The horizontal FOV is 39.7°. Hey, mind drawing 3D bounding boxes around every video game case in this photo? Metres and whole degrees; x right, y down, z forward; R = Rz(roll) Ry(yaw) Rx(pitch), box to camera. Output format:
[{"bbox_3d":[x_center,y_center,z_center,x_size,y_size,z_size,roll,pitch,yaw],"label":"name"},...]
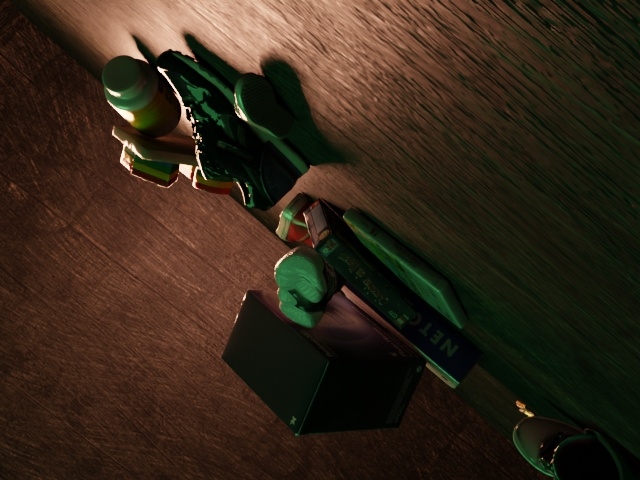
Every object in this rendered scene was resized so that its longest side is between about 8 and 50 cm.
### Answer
[{"bbox_3d":[0.145,0.048,1.461,0.206,0.026,0.227,39,176,26],"label":"video game case"}]

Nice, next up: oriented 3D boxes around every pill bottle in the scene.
[{"bbox_3d":[-0.381,-0.308,1.882,0.117,0.117,0.215,40,176,18],"label":"pill bottle"}]

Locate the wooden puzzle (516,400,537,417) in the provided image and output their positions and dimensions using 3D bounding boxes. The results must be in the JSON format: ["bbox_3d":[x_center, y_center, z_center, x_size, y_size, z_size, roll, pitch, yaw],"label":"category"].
[{"bbox_3d":[0.496,0.415,2.082,0.116,0.014,0.078,43,176,-20],"label":"wooden puzzle"}]

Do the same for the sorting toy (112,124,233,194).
[{"bbox_3d":[-0.319,-0.177,2.009,0.257,0.089,0.255,6,-165,-30],"label":"sorting toy"}]

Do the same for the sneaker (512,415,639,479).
[{"bbox_3d":[0.429,0.375,1.535,0.295,0.124,0.178,26,171,45],"label":"sneaker"}]

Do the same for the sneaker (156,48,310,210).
[{"bbox_3d":[-0.155,-0.160,1.338,0.283,0.124,0.107,42,175,-13],"label":"sneaker"}]

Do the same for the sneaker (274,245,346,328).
[{"bbox_3d":[-0.007,0.050,1.663,0.101,0.153,0.269,30,153,12],"label":"sneaker"}]

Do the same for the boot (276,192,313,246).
[{"bbox_3d":[0.000,0.000,1.858,0.176,0.088,0.244,39,172,3],"label":"boot"}]

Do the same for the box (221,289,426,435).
[{"bbox_3d":[0.006,0.249,1.858,0.294,0.183,0.296,6,-158,-43],"label":"box"}]

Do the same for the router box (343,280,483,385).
[{"bbox_3d":[0.196,0.183,1.948,0.335,0.082,0.301,40,175,12],"label":"router box"}]

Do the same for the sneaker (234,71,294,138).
[{"bbox_3d":[-0.088,-0.174,1.101,0.070,0.051,0.134,33,177,27],"label":"sneaker"}]

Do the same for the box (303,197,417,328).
[{"bbox_3d":[0.071,0.040,1.607,0.233,0.044,0.159,43,-168,-23],"label":"box"}]
